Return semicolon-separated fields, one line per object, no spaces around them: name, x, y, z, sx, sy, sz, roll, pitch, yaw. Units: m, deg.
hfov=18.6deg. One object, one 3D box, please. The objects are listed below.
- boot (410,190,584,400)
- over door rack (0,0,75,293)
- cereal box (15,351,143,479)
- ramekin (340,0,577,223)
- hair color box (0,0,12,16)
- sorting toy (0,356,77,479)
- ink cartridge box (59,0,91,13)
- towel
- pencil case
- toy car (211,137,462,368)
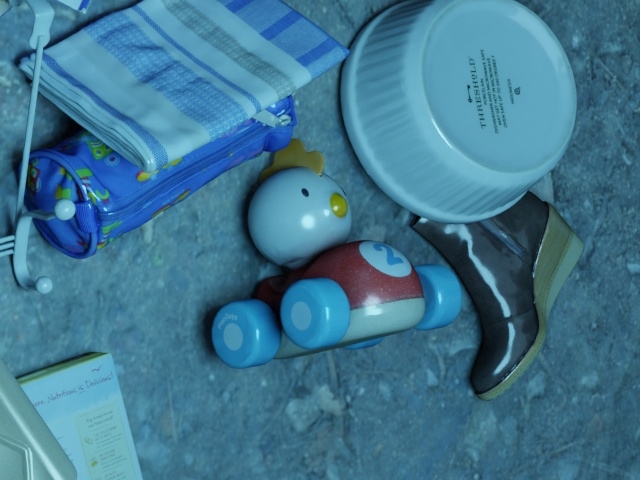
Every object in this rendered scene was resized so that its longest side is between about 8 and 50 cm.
boot;0.184;0.041;2.307;0.207;0.090;0.248;34;74;-17
over door rack;-0.354;-0.060;1.823;0.239;0.108;0.324;-17;125;-35
cereal box;-0.265;0.250;1.985;0.173;0.047;0.240;-18;100;-34
ramekin;0.170;-0.161;2.214;0.273;0.127;0.273;8;74;-28
hair color box;-0.294;-0.368;1.927;0.339;0.110;0.185;-45;115;-25
sorting toy;-0.368;0.209;1.877;0.208;0.038;0.193;-34;92;-19
ink cartridge box;-0.340;-0.338;1.780;0.333;0.065;0.165;28;67;-15
towel;-0.139;-0.185;1.997;0.285;0.209;0.034;-33;146;-32
pencil case;-0.157;-0.094;2.012;0.306;0.133;0.119;-30;121;-31
toy car;0.000;0.000;2.097;0.219;0.210;0.238;-7;82;-46
